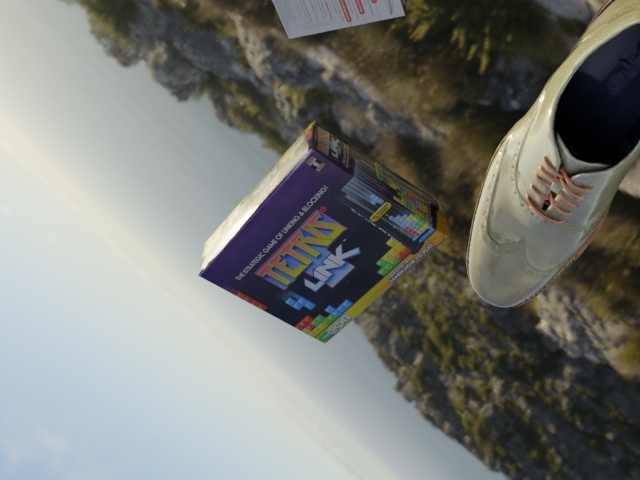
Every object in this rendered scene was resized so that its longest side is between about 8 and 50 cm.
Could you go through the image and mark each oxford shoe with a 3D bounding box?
[{"bbox_3d":[0.242,-0.077,0.866,0.140,0.397,0.146,29,-148,14],"label":"oxford shoe"}]

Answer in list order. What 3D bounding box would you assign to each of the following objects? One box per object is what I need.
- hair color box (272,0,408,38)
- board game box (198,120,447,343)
[{"bbox_3d":[0.023,-0.331,1.116,0.167,0.053,0.093,-5,137,21],"label":"hair color box"},{"bbox_3d":[0.000,0.000,0.728,0.141,0.170,0.048,29,-144,-22],"label":"board game box"}]
